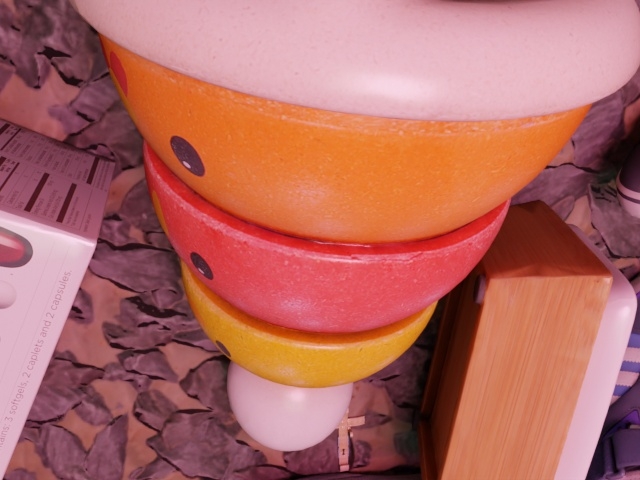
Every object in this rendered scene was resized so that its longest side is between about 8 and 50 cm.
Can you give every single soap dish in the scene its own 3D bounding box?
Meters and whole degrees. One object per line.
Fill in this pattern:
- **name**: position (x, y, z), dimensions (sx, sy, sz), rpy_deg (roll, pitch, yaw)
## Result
- **soap dish**: position (0.167, 0.123, 0.667), dimensions (0.118, 0.229, 0.291), rpy_deg (10, 108, 1)

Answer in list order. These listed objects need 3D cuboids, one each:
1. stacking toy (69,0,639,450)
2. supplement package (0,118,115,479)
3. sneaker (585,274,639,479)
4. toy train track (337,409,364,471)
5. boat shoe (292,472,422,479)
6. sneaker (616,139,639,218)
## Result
- **stacking toy**: position (0.000, 0.000, 0.567), dimensions (0.350, 0.351, 0.480), rpy_deg (-1, 125, -12)
- **supplement package**: position (-0.273, 0.056, 0.545), dimensions (0.145, 0.204, 0.262), rpy_deg (21, 105, -18)
- **sneaker**: position (0.340, 0.182, 0.710), dimensions (0.130, 0.236, 0.323), rpy_deg (38, 100, -22)
- **toy train track**: position (0.025, 0.211, 0.773), dimensions (0.048, 0.014, 0.083), rpy_deg (-5, 111, -11)
- **boat shoe**: position (0.074, 0.303, 0.761), dimensions (0.302, 0.109, 0.094), rpy_deg (2, 94, -16)
- **sneaker**: position (0.393, -0.146, 0.667), dimensions (0.321, 0.126, 0.127), rpy_deg (-33, 118, -11)
